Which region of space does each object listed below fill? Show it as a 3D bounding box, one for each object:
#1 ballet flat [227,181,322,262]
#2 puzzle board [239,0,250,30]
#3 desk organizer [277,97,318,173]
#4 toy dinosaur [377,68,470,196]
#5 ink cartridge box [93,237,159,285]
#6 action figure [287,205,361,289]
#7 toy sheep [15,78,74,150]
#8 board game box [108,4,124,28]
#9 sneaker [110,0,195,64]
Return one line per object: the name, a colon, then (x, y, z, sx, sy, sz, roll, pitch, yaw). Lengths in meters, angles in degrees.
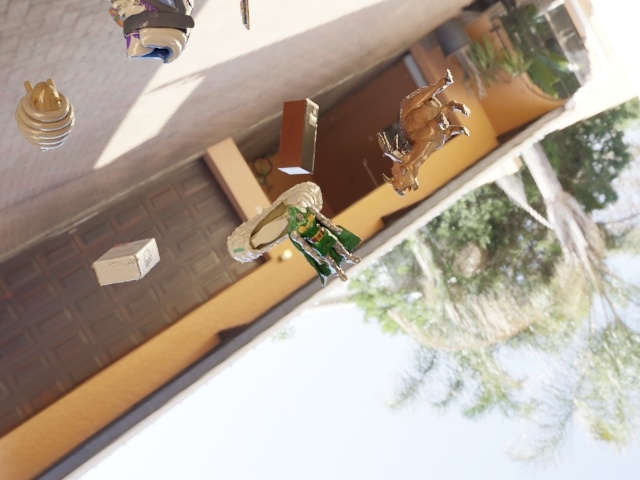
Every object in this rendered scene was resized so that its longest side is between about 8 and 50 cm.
ballet flat: (-0.117, -0.062, 2.076, 0.409, 0.147, 0.147, -40, -170, -29)
puzzle board: (-0.144, -0.462, 1.198, 0.011, 0.128, 0.096, -5, -155, -11)
desk organizer: (-0.041, -0.190, 1.187, 0.050, 0.130, 0.047, 1, 172, 29)
toy dinosaur: (0.223, -0.268, 1.478, 0.200, 0.127, 0.296, -16, -131, 34)
ink cartridge box: (-0.553, 0.060, 1.853, 0.127, 0.073, 0.175, -10, -165, 6)
action figure: (0.000, 0.000, 1.296, 0.063, 0.232, 0.137, 24, -104, 43)
toy sheep: (-0.415, -0.185, 0.973, 0.091, 0.091, 0.132, -34, 162, -34)
board game box: (-0.474, -0.621, 1.721, 0.169, 0.133, 0.033, -64, -172, -32)
sneaker: (-0.458, -0.566, 1.560, 0.130, 0.322, 0.237, -17, -123, 45)
